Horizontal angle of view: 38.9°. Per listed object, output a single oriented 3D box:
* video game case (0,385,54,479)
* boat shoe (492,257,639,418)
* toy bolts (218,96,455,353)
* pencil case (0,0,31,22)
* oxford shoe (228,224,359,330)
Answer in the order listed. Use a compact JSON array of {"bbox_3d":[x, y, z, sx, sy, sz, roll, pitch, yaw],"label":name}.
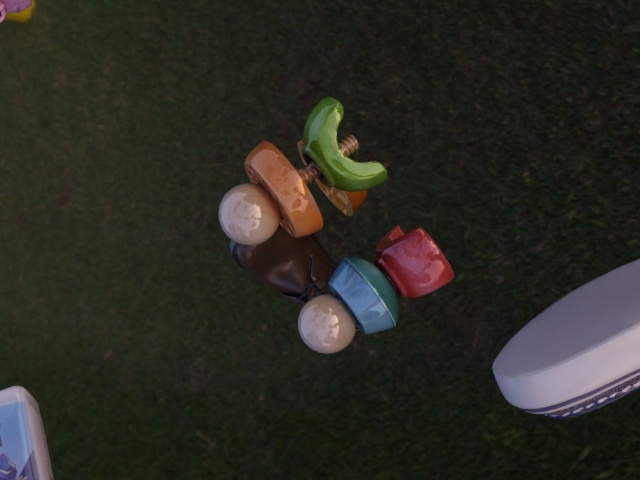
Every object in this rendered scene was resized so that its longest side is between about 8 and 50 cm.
[{"bbox_3d":[-0.168,0.158,0.268,0.023,0.201,0.183,83,167,-58],"label":"video game case"},{"bbox_3d":[0.299,0.078,0.653,0.158,0.340,0.127,65,170,-9],"label":"boat shoe"},{"bbox_3d":[0.000,0.000,0.936,0.228,0.158,0.218,54,171,-4],"label":"toy bolts"},{"bbox_3d":[-0.351,-0.163,0.614,0.124,0.284,0.124,48,154,33],"label":"pencil case"},{"bbox_3d":[-0.014,0.044,1.065,0.083,0.227,0.096,-48,44,12],"label":"oxford shoe"}]
